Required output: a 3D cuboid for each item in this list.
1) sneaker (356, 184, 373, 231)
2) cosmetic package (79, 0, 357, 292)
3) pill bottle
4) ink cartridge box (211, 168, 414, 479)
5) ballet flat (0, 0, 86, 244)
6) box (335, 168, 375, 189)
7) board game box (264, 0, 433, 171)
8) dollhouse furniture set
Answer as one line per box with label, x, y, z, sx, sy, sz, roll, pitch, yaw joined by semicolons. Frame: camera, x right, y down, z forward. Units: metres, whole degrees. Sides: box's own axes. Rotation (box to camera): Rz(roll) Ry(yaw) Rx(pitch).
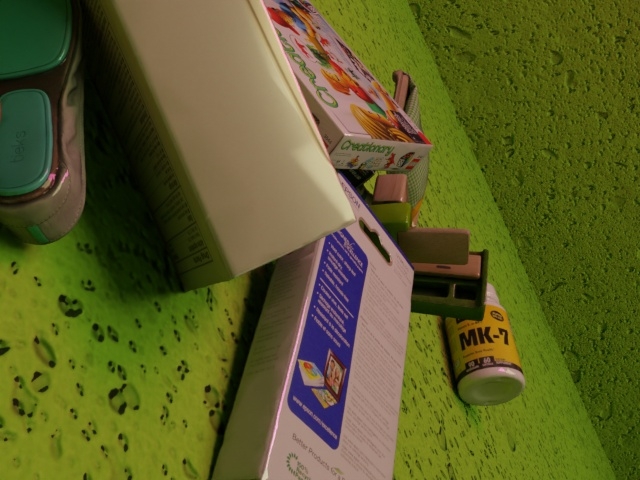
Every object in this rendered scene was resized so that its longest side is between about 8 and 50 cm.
sneaker;0.037;-0.075;1.051;0.075;0.057;0.161;-1;69;-55
cosmetic package;-0.105;-0.124;0.561;0.310;0.113;0.160;66;-23;-3
pill bottle;0.294;0.185;1.314;0.119;0.119;0.209;47;28;-42
ink cartridge box;0.015;0.112;0.699;0.176;0.069;0.371;50;37;-31
ballet flat;-0.196;-0.093;0.493;0.068;0.072;0.213;87;-5;-60
box;-0.006;-0.191;0.989;0.220;0.051;0.175;44;28;-19
board game box;-0.016;-0.208;0.852;0.193;0.053;0.305;-6;54;-54
dollhouse furniture set;0.162;-0.072;0.993;0.198;0.151;0.302;79;19;-49
